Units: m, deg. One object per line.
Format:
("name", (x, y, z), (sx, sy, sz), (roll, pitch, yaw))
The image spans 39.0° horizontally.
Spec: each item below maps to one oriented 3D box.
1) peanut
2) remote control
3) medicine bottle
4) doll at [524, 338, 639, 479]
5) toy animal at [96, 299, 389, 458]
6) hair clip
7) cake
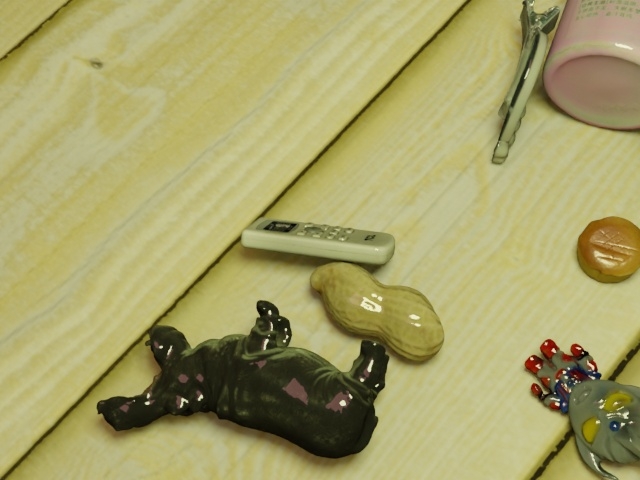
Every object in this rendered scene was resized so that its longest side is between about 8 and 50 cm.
("peanut", (0.069, 0.082, 1.109), (0.187, 0.082, 0.082), (23, 69, 19))
("remote control", (0.000, 0.000, 1.156), (0.190, 0.087, 0.029), (8, 105, 12))
("medicine bottle", (0.418, -0.310, 1.198), (0.178, 0.178, 0.290), (18, 68, 15))
("doll", (0.318, 0.192, 1.033), (0.104, 0.062, 0.194), (-37, 59, -12))
("toy animal", (-0.090, 0.161, 1.078), (0.343, 0.106, 0.168), (3, 72, 16))
("hair clip", (0.266, -0.223, 1.197), (0.054, 0.140, 0.220), (18, 67, 5))
("cake", (0.361, 0.011, 1.124), (0.084, 0.044, 0.084), (-3, 66, 6))
